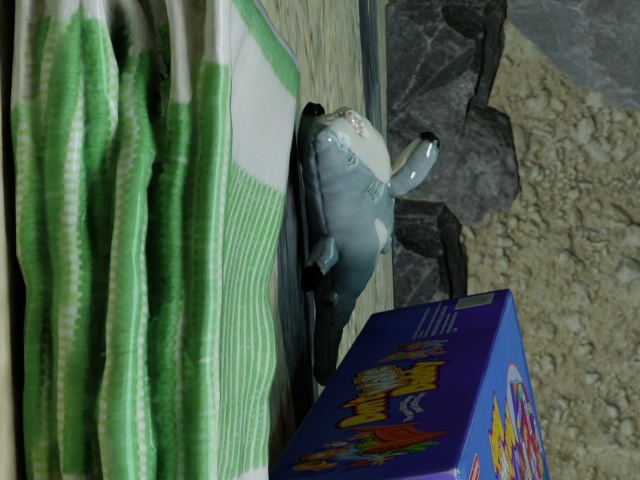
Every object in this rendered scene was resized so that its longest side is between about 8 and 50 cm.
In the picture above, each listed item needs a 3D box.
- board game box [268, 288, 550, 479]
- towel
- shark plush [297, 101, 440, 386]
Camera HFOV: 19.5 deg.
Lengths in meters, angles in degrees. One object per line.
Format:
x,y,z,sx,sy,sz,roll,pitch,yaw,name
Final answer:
0.062,0.170,0.826,0.347,0.078,0.233,-44,123,-78,board game box
-0.023,0.097,0.419,0.248,0.038,0.325,42,45,-86,towel
0.000,0.000,0.941,0.067,0.073,0.161,-52,165,-54,shark plush
